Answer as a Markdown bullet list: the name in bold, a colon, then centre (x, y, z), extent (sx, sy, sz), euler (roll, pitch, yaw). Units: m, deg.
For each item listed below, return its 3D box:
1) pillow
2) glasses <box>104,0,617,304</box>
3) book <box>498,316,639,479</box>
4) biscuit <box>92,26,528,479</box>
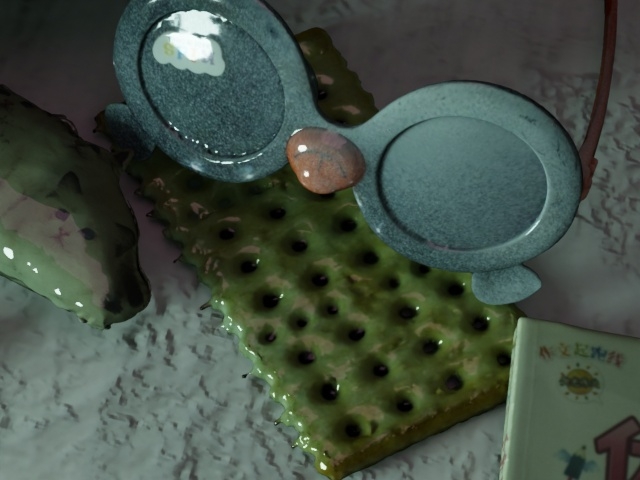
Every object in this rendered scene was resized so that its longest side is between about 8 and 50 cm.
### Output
- **pillow**: centre (-0.171, -0.043, 0.953), extent (0.241, 0.051, 0.093), euler (30, 65, 14)
- **glasses**: centre (0.042, -0.105, 1.009), extent (0.234, 0.118, 0.268), euler (21, 36, 8)
- **book**: centre (0.155, 0.150, 0.876), extent (0.162, 0.022, 0.232), euler (11, 60, -3)
- **biscuit**: centre (0.000, 0.000, 0.965), extent (0.139, 0.016, 0.231), euler (-23, 64, -20)
